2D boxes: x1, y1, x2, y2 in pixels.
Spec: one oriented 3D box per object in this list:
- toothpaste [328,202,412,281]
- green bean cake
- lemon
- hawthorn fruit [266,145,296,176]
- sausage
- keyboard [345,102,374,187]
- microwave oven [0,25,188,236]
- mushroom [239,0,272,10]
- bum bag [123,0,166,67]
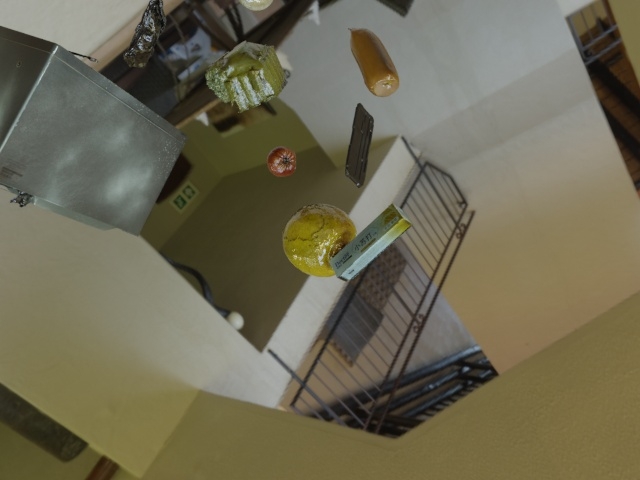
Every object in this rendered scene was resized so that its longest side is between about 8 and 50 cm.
[{"bbox_3d":[0.169,0.012,1.799,0.313,0.071,0.089,-43,-129,18],"label":"toothpaste"},{"bbox_3d":[-0.293,-0.599,1.905,0.284,0.202,0.310,-16,-151,12],"label":"green bean cake"},{"bbox_3d":[0.000,-0.001,1.988,0.297,0.297,0.297,-31,-153,18],"label":"lemon"},{"bbox_3d":[-0.164,-0.313,2.108,0.140,0.125,0.125,-15,-145,30],"label":"hawthorn fruit"},{"bbox_3d":[0.165,-0.616,1.741,0.112,0.112,0.329,-30,-120,19],"label":"sausage"},{"bbox_3d":[0.120,-0.291,1.597,0.016,0.106,0.263,-7,-119,37],"label":"keyboard"},{"bbox_3d":[-0.596,-0.232,1.264,0.236,0.432,0.375,22,-96,28],"label":"microwave oven"},{"bbox_3d":[-0.217,-0.853,1.754,0.154,0.154,0.122,-49,-152,-19],"label":"mushroom"},{"bbox_3d":[-0.550,-0.655,1.661,0.248,0.069,0.102,-65,-172,-8],"label":"bum bag"}]
